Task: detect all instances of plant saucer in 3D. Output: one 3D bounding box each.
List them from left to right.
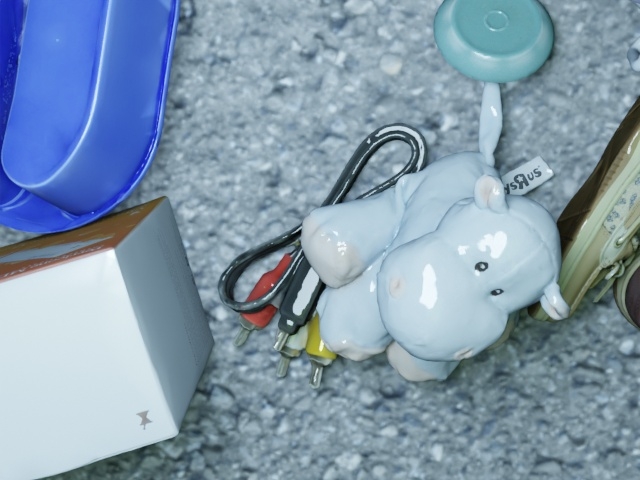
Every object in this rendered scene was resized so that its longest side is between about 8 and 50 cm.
[{"bbox_3d":[0.170,-0.209,1.409,0.119,0.021,0.119,1,64,-2],"label":"plant saucer"}]

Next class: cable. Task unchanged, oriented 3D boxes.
[{"bbox_3d":[0.000,0.000,1.476,0.139,0.072,0.287,27,86,13],"label":"cable"}]

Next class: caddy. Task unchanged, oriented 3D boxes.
[{"bbox_3d":[-0.266,-0.179,1.377,0.241,0.179,0.341,8,88,16],"label":"caddy"}]

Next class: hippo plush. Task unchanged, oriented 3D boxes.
[{"bbox_3d":[0.146,0.033,1.348,0.294,0.236,0.234,-36,112,-7],"label":"hippo plush"}]

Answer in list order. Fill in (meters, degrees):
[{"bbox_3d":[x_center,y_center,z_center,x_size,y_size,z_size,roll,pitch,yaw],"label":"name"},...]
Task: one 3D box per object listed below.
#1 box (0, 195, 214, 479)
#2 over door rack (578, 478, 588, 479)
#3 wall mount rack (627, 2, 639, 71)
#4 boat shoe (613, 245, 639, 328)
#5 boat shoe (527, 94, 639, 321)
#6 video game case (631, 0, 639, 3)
[{"bbox_3d":[-0.236,0.086,1.333,0.215,0.345,0.168,-17,98,3],"label":"box"},{"bbox_3d":[0.358,0.351,1.493,0.324,0.108,0.239,-20,98,-10],"label":"over door rack"},{"bbox_3d":[0.331,-0.338,1.349,0.350,0.130,0.304,42,107,-6],"label":"wall mount rack"},{"bbox_3d":[0.440,-0.022,1.413,0.342,0.123,0.123,-37,96,6],"label":"boat shoe"},{"bbox_3d":[0.303,-0.032,1.425,0.089,0.104,0.285,31,96,-6],"label":"boat shoe"},{"bbox_3d":[0.318,-0.304,1.289,0.274,0.026,0.196,18,111,2],"label":"video game case"}]
